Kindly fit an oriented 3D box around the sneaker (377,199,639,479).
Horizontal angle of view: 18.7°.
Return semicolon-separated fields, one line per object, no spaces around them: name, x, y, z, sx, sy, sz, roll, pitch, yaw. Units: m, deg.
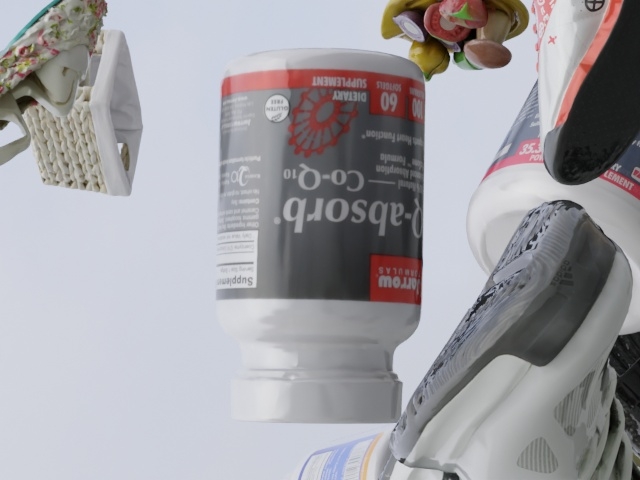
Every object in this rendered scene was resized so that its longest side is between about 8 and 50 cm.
sneaker;0.179;0.147;1.180;0.169;0.257;0.447;-55;-9;-25

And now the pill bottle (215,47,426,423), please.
pill bottle;0.000;0.000;1.954;0.210;0.210;0.363;11;-101;-69

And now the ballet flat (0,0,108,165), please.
ballet flat;-0.250;-0.114;1.587;0.241;0.077;0.091;-42;-12;-18

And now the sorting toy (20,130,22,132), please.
sorting toy;-0.312;-0.131;2.251;0.012;0.062;0.083;-25;15;41

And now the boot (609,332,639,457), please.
boot;0.367;0.095;2.230;0.348;0.260;0.131;-50;-6;-43

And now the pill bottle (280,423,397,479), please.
pill bottle;0.056;0.300;2.274;0.152;0.152;0.272;-54;15;-30

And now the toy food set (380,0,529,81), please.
toy food set;0.148;-0.216;2.051;0.218;0.128;0.071;-20;51;56

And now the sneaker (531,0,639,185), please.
sneaker;0.186;-0.187;1.432;0.090;0.145;0.270;-7;-60;-36

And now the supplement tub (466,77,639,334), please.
supplement tub;0.256;-0.074;1.651;0.272;0.191;0.191;-60;-21;-31

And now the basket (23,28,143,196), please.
basket;-0.259;-0.139;2.117;0.167;0.103;0.113;83;-169;-54
